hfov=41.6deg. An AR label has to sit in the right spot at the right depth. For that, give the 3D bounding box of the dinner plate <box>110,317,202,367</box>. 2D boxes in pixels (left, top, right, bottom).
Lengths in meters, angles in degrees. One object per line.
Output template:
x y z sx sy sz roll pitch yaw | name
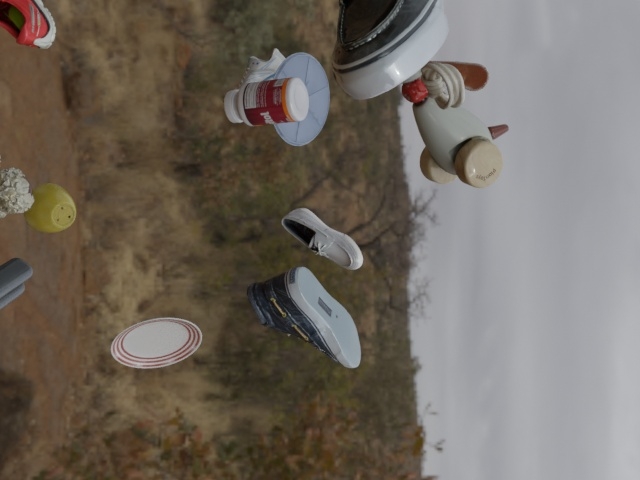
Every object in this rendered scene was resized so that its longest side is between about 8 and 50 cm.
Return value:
-0.256 0.157 1.315 0.141 0.141 0.017 86 -12 -52 | dinner plate

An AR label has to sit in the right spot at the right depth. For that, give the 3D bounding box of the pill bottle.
-0.106 -0.268 1.639 0.086 0.152 0.086 -2 90 -64 | pill bottle

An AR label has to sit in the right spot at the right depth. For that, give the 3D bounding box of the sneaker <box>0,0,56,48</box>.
-0.709 -0.548 1.899 0.107 0.279 0.118 -48 167 28 | sneaker

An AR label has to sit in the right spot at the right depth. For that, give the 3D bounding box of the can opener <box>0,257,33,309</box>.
-0.520 0.114 1.278 0.074 0.093 0.280 -54 -174 24 | can opener

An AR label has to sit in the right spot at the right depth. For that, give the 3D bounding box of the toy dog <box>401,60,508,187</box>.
0.233 -0.242 1.465 0.220 0.161 0.333 36 -22 41 | toy dog

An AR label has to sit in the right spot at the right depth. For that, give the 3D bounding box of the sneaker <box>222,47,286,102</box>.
-0.166 -0.402 2.057 0.083 0.191 0.071 55 1 -22 | sneaker

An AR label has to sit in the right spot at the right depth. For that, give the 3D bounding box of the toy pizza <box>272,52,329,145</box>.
-0.050 -0.308 1.837 0.201 0.032 0.201 -17 112 -50 | toy pizza

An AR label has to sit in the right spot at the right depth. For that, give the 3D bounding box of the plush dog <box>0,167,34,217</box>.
-0.703 -0.125 1.572 0.262 0.210 0.225 40 -11 36 | plush dog

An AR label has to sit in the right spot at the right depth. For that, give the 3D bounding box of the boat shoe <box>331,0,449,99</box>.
0.063 -0.271 0.873 0.119 0.121 0.335 55 33 -30 | boat shoe

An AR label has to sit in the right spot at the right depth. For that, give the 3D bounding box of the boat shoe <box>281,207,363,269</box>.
0.000 0.000 1.642 0.063 0.184 0.066 -26 150 -45 | boat shoe

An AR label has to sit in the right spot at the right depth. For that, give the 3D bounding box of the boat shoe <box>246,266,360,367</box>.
-0.019 0.106 1.101 0.183 0.083 0.065 55 33 -34 | boat shoe

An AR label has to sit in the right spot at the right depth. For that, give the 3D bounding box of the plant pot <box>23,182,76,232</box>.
-0.698 -0.076 2.214 0.095 0.134 0.134 20 -60 45 | plant pot
